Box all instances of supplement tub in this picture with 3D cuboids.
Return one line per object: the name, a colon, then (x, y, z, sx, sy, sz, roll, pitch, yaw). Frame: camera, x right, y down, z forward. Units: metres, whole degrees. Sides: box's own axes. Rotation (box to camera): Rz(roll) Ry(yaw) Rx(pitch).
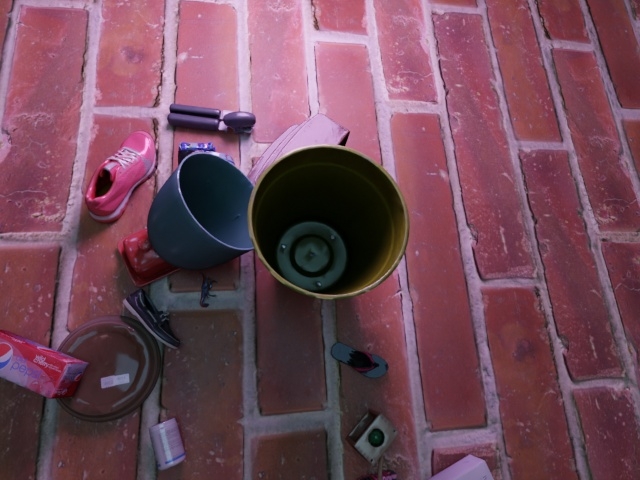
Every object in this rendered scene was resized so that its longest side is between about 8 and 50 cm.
supplement tub: (-0.394, 0.522, 1.044, 0.071, 0.071, 0.107, -16, 77, -14)

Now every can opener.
can opener: (-0.351, -0.407, 1.319, 0.283, 0.095, 0.076, 5, 72, -8)

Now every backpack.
backpack: (-0.338, -0.225, 1.234, 0.173, 0.158, 0.117, -4, 81, -13)

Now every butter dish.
butter dish: (-0.489, 0.027, 1.153, 0.160, 0.118, 0.160, -25, 80, -16)

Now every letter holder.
letter holder: (-0.086, -0.263, 1.292, 0.214, 0.152, 0.302, 35, 71, 4)

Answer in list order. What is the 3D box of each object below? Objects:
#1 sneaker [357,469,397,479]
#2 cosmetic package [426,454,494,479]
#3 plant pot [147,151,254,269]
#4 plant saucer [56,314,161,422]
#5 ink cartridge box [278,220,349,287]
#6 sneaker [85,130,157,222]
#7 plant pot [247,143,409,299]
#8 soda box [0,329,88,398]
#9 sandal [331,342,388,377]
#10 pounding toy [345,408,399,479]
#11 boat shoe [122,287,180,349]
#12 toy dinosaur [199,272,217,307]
sneaker: (0.155, 0.671, 1.107, 0.119, 0.047, 0.057, -6, 86, -10)
cosmetic package: (0.389, 0.824, 1.068, 0.284, 0.097, 0.377, -21, 78, -13)
plant pot: (-0.328, -0.052, 1.115, 0.293, 0.235, 0.293, 37, 36, -33)
plant saucer: (-0.576, 0.338, 1.087, 0.277, 0.041, 0.278, 3, 73, -9)
ink cartridge box: (0.000, 0.000, 1.280, 0.223, 0.045, 0.224, -42, 83, -17)
sneaker: (-0.584, -0.205, 1.198, 0.115, 0.136, 0.314, 22, 71, -3)
plant pot: (-0.003, -0.004, 1.070, 0.366, 0.353, 0.367, 2, 74, -8)
soda box: (-0.734, 0.306, 1.017, 0.263, 0.083, 0.092, 17, 73, 10)
sandal: (0.117, 0.354, 1.194, 0.179, 0.040, 0.067, 23, 71, -2)
pounding toy: (0.145, 0.544, 1.089, 0.100, 0.141, 0.130, 44, 72, 5)
boat shoe: (-0.456, 0.215, 1.125, 0.206, 0.075, 0.065, 41, 74, 9)
toy dinosaur: (-0.336, 0.152, 1.194, 0.090, 0.047, 0.082, 24, 78, 33)
